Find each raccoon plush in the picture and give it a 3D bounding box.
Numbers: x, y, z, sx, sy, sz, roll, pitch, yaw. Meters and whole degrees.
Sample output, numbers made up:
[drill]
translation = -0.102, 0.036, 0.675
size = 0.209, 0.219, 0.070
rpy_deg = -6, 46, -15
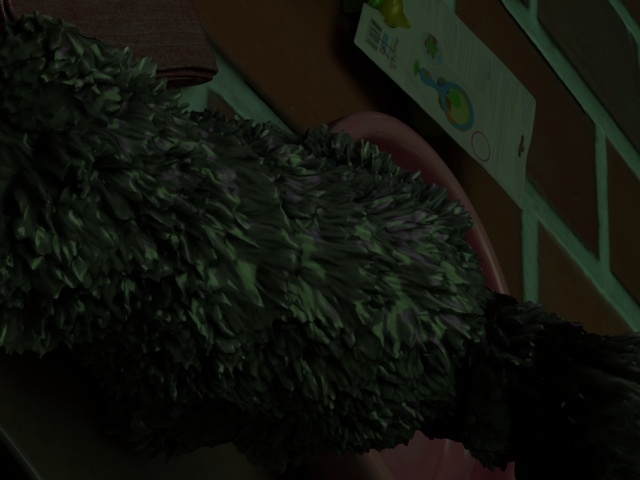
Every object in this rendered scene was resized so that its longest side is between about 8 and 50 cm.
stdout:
[raccoon plush]
translation = 0.000, 0.000, 0.989
size = 0.299, 0.447, 0.216
rpy_deg = 40, 53, -66

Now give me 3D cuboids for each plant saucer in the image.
[plant saucer]
translation = 0.048, 0.073, 1.375
size = 0.332, 0.084, 0.332
rpy_deg = 37, 45, -48

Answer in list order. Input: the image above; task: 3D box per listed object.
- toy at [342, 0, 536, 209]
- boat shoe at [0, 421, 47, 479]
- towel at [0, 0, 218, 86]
[toy]
translation = 0.098, -0.140, 1.620
size = 0.237, 0.056, 0.137
rpy_deg = 45, 41, -34
[boat shoe]
translation = -0.144, 0.167, 0.826
size = 0.305, 0.109, 0.091
rpy_deg = 52, -21, 18
[towel]
translation = -0.172, -0.258, 1.210
size = 0.237, 0.037, 0.329
rpy_deg = -11, 85, -63
